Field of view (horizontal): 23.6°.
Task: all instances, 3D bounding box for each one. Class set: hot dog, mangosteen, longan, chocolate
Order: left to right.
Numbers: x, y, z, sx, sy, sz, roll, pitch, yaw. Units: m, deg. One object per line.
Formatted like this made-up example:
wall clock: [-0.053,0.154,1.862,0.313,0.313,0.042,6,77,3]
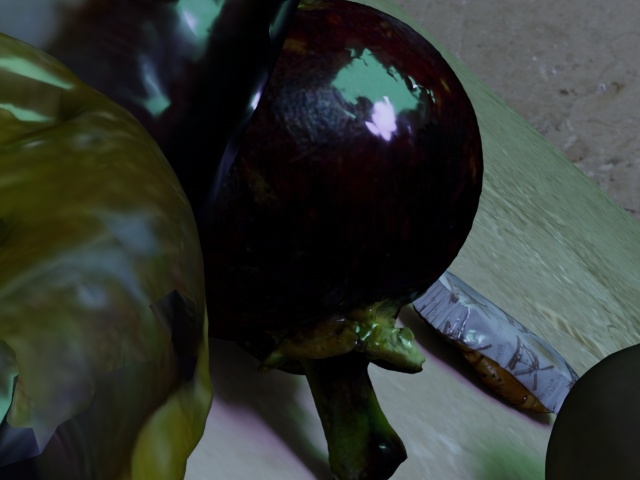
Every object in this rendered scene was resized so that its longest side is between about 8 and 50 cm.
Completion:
chocolate: [-0.138,-0.048,0.676,0.186,0.284,0.283,23,19,-8]
mangosteen: [0.000,0.000,0.911,0.231,0.231,0.289,2,63,-66]
hot dog: [0.146,0.089,1.284,0.192,0.053,0.099,35,18,-31]
longan: [0.270,0.175,1.061,0.248,0.248,0.248,38,17,-14]

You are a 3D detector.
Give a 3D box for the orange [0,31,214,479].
orange: [-0.204,-0.001,0.415,0.368,0.210,0.271,45,40,14]
